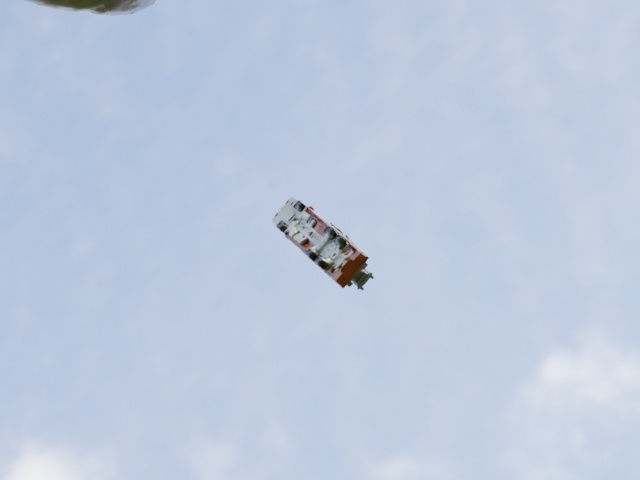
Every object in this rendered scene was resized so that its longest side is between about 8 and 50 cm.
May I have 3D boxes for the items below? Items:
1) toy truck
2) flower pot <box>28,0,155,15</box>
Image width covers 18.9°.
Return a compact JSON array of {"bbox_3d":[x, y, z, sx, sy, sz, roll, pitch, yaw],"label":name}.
[{"bbox_3d":[0.000,0.000,1.068,0.024,0.083,0.032,-52,-48,2],"label":"toy truck"},{"bbox_3d":[-0.135,-0.329,1.170,0.294,0.293,0.330,12,-62,-32],"label":"flower pot"}]
